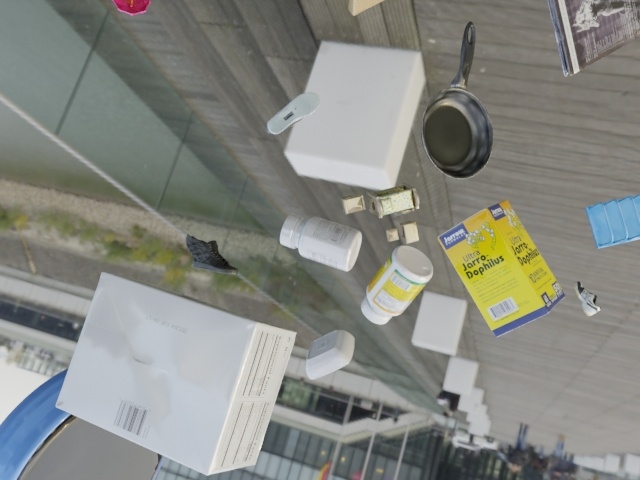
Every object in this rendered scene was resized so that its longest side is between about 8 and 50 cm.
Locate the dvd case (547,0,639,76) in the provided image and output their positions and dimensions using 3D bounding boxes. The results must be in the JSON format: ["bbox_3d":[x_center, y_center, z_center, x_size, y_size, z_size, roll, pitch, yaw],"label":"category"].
[{"bbox_3d":[0.484,-0.402,1.109,0.018,0.221,0.165,27,144,61],"label":"dvd case"}]

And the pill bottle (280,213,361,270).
[{"bbox_3d":[0.000,0.000,1.983,0.229,0.131,0.131,18,166,14],"label":"pill bottle"}]

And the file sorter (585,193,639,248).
[{"bbox_3d":[0.818,-0.060,1.719,0.170,0.118,0.104,-13,171,1],"label":"file sorter"}]

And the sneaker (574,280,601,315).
[{"bbox_3d":[0.585,0.123,1.419,0.037,0.083,0.032,-31,147,27],"label":"sneaker"}]

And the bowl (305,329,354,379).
[{"bbox_3d":[0.019,0.305,1.780,0.142,0.142,0.053,-28,110,20],"label":"bowl"}]

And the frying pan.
[{"bbox_3d":[0.276,-0.292,1.391,0.197,0.326,0.053,-17,-174,-28],"label":"frying pan"}]

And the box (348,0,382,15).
[{"bbox_3d":[0.128,-0.489,1.152,0.021,0.164,0.201,61,176,6],"label":"box"}]

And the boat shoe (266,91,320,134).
[{"bbox_3d":[-0.087,-0.380,1.936,0.065,0.183,0.083,57,173,-12],"label":"boat shoe"}]

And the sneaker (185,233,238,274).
[{"bbox_3d":[-0.300,0.040,1.795,0.170,0.089,0.051,10,176,19],"label":"sneaker"}]

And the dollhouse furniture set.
[{"bbox_3d":[0.168,-0.050,1.729,0.181,0.161,0.101,-15,-163,-9],"label":"dollhouse furniture set"}]

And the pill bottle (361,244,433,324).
[{"bbox_3d":[0.190,0.121,1.675,0.117,0.118,0.208,21,127,-15],"label":"pill bottle"}]

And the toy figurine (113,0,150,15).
[{"bbox_3d":[-0.413,-0.581,1.453,0.159,0.130,0.173,-34,152,24],"label":"toy figurine"}]

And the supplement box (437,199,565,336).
[{"bbox_3d":[0.560,0.082,2.006,0.195,0.357,0.194,-35,171,36],"label":"supplement box"}]

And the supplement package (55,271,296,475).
[{"bbox_3d":[-0.201,0.184,0.927,0.261,0.204,0.145,15,173,23],"label":"supplement package"}]

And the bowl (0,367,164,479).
[{"bbox_3d":[-0.412,0.395,1.122,0.077,0.391,0.391,24,170,27],"label":"bowl"}]
